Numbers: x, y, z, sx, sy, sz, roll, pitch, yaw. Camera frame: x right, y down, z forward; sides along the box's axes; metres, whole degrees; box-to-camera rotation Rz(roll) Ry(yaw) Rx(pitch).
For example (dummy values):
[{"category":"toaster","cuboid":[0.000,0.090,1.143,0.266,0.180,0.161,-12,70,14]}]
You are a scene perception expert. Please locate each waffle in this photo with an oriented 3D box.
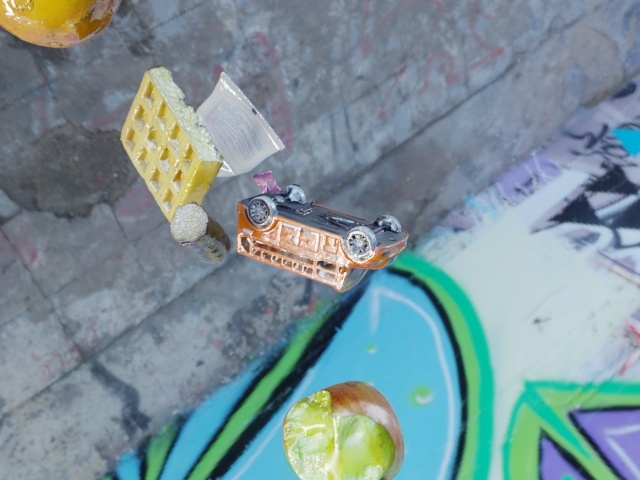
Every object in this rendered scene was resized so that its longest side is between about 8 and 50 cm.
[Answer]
[{"category":"waffle","cuboid":[-0.298,-0.180,1.545,0.055,0.247,0.221,-20,158,-39]}]

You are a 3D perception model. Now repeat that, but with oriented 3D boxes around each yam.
[{"category":"yam","cuboid":[-0.224,-0.011,1.479,0.084,0.084,0.127,-48,157,-7]}]

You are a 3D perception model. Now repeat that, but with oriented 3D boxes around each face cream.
[{"category":"face cream","cuboid":[-0.242,-0.279,2.091,0.137,0.420,0.234,-41,97,-23]}]

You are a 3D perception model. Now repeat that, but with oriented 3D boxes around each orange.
[{"category":"orange","cuboid":[-0.462,-0.454,1.353,0.246,0.246,0.246,-24,131,-30]}]

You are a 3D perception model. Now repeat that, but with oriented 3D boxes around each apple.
[{"category":"apple","cuboid":[0.053,0.418,1.626,0.246,0.226,0.246,-24,155,-12]}]

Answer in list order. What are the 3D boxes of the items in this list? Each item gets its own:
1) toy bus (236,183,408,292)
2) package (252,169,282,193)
[{"category":"toy bus","cuboid":[0.000,0.000,1.552,0.143,0.329,0.153,-26,129,-59]},{"category":"package","cuboid":[-0.125,-0.133,1.937,0.059,0.083,0.029,-21,161,-33]}]
